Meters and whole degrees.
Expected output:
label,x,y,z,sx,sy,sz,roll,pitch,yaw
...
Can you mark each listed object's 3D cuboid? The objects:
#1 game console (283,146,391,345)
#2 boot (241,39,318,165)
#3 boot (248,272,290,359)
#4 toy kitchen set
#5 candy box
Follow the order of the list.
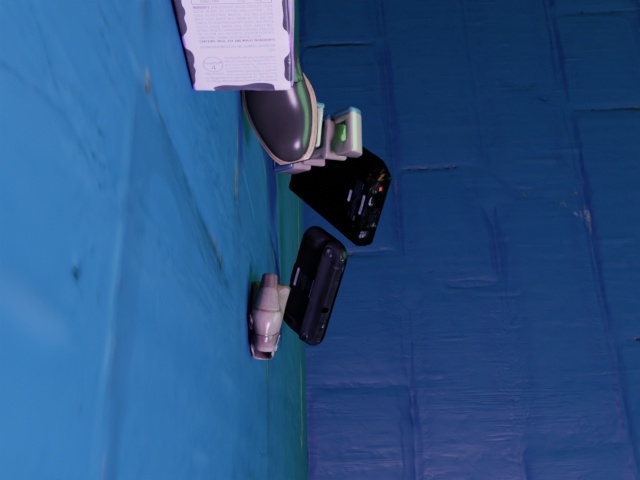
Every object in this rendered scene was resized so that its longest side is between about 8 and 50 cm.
label,x,y,z,sx,sy,sz,roll,pitch,yaw
game console,0.000,0.000,1.170,0.213,0.044,0.361,43,-55,46
boot,-0.056,-0.176,0.678,0.137,0.077,0.197,7,68,-85
boot,-0.058,0.087,0.768,0.118,0.042,0.086,82,13,-75
toy kitchen set,-0.052,-0.181,1.056,0.207,0.166,0.122,-8,-98,54
candy box,-0.054,-0.219,0.425,0.196,0.070,0.164,88,0,-57
